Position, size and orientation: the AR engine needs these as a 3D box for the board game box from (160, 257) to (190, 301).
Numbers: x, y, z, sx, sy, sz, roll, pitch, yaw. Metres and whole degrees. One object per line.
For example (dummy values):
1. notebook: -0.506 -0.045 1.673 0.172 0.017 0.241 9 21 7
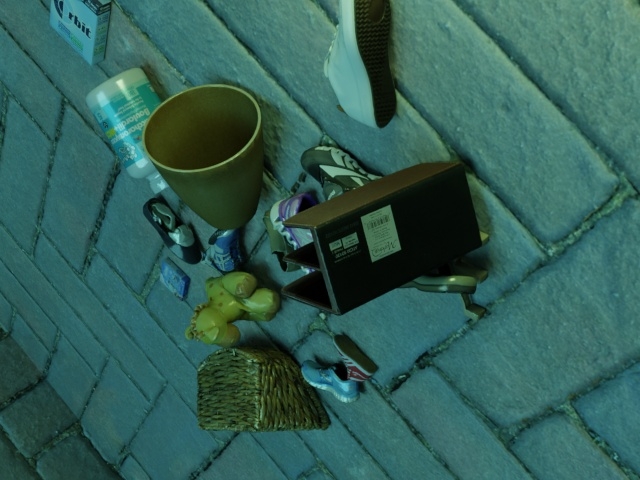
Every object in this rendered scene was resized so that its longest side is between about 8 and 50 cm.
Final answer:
1. board game box: -0.381 0.102 2.507 0.090 0.020 0.090 42 144 19

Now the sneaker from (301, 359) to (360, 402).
1. sneaker: 0.028 0.303 2.178 0.162 0.063 0.073 22 116 32

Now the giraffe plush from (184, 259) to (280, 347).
1. giraffe plush: -0.218 0.168 2.186 0.210 0.170 0.181 27 156 -1

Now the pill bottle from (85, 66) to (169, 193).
1. pill bottle: -0.396 -0.239 2.130 0.146 0.146 0.264 -19 104 54

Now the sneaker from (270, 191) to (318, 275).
1. sneaker: 0.000 0.000 1.919 0.236 0.095 0.104 53 138 4

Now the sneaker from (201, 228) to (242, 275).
1. sneaker: -0.210 0.016 2.195 0.081 0.080 0.211 41 153 8

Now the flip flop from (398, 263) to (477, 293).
1. flip flop: 0.179 0.047 1.720 0.277 0.112 0.080 9 100 63

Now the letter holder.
1. letter holder: 0.079 -0.016 1.616 0.214 0.302 0.152 11 121 59

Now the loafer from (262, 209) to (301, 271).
1. loafer: -0.084 0.004 2.050 0.056 0.050 0.148 -18 104 54

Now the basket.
1. basket: -0.146 0.367 2.392 0.299 0.223 0.213 -13 75 53

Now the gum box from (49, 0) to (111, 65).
1. gum box: -0.544 -0.513 2.165 0.157 0.041 0.184 44 145 15

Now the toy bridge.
1. toy bridge: 0.265 0.055 1.704 0.063 0.026 0.188 26 135 36

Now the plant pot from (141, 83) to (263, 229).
1. plant pot: -0.213 -0.144 1.952 0.237 0.237 0.254 31 153 30

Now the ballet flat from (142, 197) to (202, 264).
1. ballet flat: -0.359 -0.028 2.332 0.203 0.074 0.074 47 145 14

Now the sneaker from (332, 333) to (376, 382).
1. sneaker: 0.064 0.262 2.099 0.118 0.042 0.067 44 141 11

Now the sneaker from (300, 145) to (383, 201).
1. sneaker: 0.037 -0.101 1.771 0.234 0.106 0.078 32 139 29

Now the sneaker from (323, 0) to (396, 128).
1. sneaker: 0.046 -0.321 1.576 0.123 0.106 0.290 23 136 34
